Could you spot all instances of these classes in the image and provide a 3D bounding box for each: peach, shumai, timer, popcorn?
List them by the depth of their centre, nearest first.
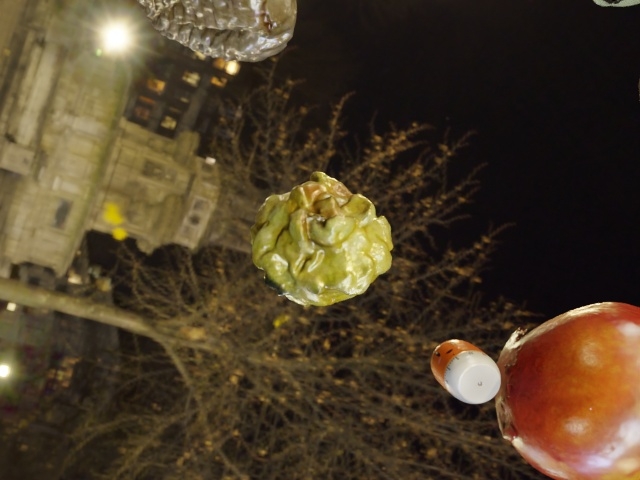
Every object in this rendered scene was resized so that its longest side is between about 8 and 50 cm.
[{"bbox_3d":[-0.080,-0.273,0.757,0.206,0.166,0.175,24,-114,39],"label":"shumai"},{"bbox_3d":[0.257,0.230,1.473,0.099,0.136,0.136,-41,-155,2],"label":"timer"},{"bbox_3d":[0.498,0.278,1.481,0.370,0.370,0.370,-50,-149,44],"label":"peach"},{"bbox_3d":[0.000,0.000,1.547,0.215,0.286,0.252,-31,134,-57],"label":"popcorn"}]

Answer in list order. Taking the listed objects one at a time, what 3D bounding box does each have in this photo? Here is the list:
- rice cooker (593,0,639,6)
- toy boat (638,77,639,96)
[{"bbox_3d":[0.565,-0.561,1.481,0.226,0.226,0.244,-52,-144,41],"label":"rice cooker"},{"bbox_3d":[0.658,-0.265,1.488,0.085,0.155,0.227,-14,-164,39],"label":"toy boat"}]
